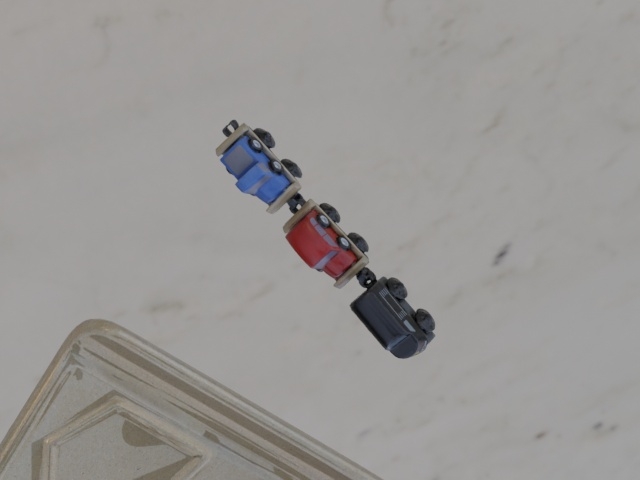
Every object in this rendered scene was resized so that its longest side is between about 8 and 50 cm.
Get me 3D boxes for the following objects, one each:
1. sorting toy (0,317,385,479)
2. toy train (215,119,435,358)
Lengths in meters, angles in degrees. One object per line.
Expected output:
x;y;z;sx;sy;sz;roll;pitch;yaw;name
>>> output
-0.135;0.158;0.787;0.307;0.041;0.229;33;90;-18;sorting toy
0.000;0.000;0.781;0.027;0.158;0.036;-43;178;32;toy train
